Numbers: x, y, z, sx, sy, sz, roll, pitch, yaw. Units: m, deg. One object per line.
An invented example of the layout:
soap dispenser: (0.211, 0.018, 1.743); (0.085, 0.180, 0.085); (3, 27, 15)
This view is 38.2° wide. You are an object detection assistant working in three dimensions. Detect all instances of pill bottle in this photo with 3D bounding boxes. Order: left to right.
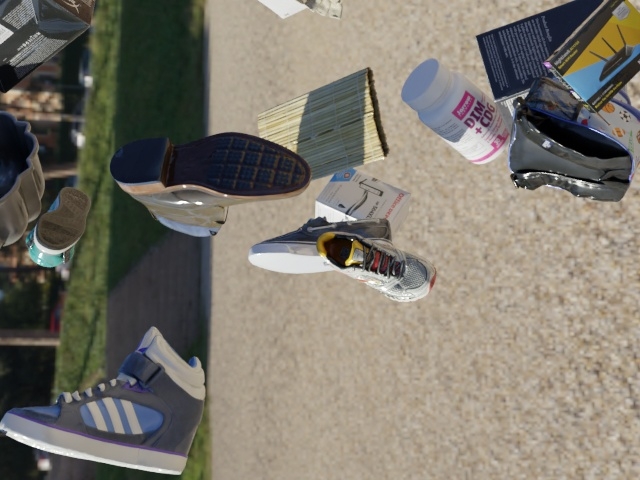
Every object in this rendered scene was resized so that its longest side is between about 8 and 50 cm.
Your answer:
pill bottle: (0.353, -0.334, 2.384); (0.160, 0.283, 0.160); (-40, 32, 31)

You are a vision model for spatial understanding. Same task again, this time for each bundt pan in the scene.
bundt pan: (-0.599, -0.066, 1.499); (0.331, 0.331, 0.124); (-101, 0, -47)

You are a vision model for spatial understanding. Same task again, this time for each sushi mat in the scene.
sushi mat: (-0.005, -0.182, 1.579); (0.316, 0.019, 0.151); (-12, 88, 51)

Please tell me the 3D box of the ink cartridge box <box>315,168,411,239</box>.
ink cartridge box: (0.109, -0.086, 2.342); (0.148, 0.203, 0.086); (-56, -19, -33)

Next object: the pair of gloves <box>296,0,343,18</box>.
pair of gloves: (-0.034, -0.508, 1.569); (0.204, 0.240, 0.042); (-67, -10, 28)

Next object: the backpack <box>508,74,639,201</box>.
backpack: (0.541, -0.208, 1.917); (0.213, 0.263, 0.276); (-52, -25, -19)

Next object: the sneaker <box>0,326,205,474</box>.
sneaker: (-0.354, 0.253, 1.570); (0.130, 0.322, 0.236); (146, 138, -63)

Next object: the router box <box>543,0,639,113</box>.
router box: (0.517, -0.340, 1.681); (0.179, 0.133, 0.046); (-46, 8, 4)

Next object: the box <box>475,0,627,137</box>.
box: (0.545, -0.401, 2.159); (0.296, 0.294, 0.183); (30, -135, -69)

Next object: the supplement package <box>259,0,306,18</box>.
supplement package: (-0.075, -0.588, 1.813); (0.139, 0.134, 0.244); (16, -123, -63)

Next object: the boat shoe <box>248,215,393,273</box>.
boat shoe: (0.000, 0.000, 1.926); (0.108, 0.301, 0.102); (66, -160, -63)

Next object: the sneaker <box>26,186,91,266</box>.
sneaker: (-0.666, 0.000, 2.288); (0.178, 0.124, 0.295); (-58, 13, 23)

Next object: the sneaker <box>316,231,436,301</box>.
sneaker: (0.088, 0.043, 1.563); (0.092, 0.225, 0.088); (26, -99, -62)

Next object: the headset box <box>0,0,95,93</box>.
headset box: (-0.427, -0.399, 1.366); (0.218, 0.110, 0.293); (-26, 50, 33)

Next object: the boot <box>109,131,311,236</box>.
boot: (-0.107, -0.057, 0.998); (0.106, 0.219, 0.082); (69, -149, -58)
